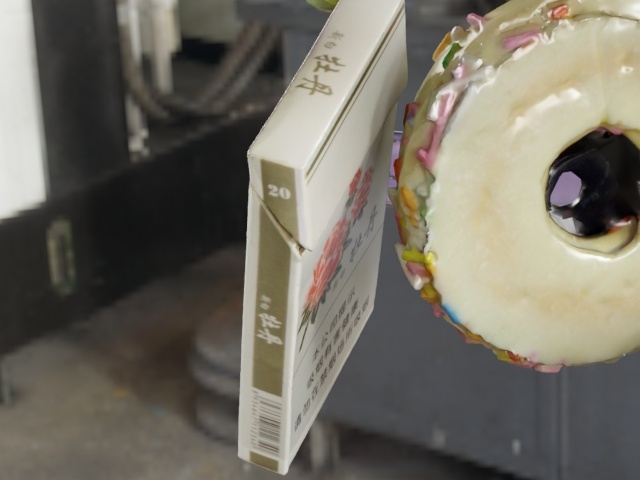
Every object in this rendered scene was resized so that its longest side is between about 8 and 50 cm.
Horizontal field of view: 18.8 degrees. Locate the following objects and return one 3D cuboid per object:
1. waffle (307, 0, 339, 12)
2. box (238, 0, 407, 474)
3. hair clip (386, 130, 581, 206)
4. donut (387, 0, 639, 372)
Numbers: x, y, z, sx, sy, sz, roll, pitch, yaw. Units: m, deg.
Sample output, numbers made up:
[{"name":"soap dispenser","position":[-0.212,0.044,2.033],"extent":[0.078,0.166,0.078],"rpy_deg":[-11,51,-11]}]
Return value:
[{"name":"waffle","position":[0.112,-0.253,1.027],"extent":[0.073,0.317,0.297],"rpy_deg":[45,57,11]},{"name":"box","position":[0.000,0.000,0.809],"extent":[0.029,0.198,0.109],"rpy_deg":[19,50,12]},{"name":"hair clip","position":[0.151,-0.036,1.038],"extent":[0.278,0.137,0.090],"rpy_deg":[3,-15,25]},{"name":"donut","position":[0.105,-0.030,0.804],"extent":[0.174,0.175,0.068],"rpy_deg":[-9,22,-16]}]
